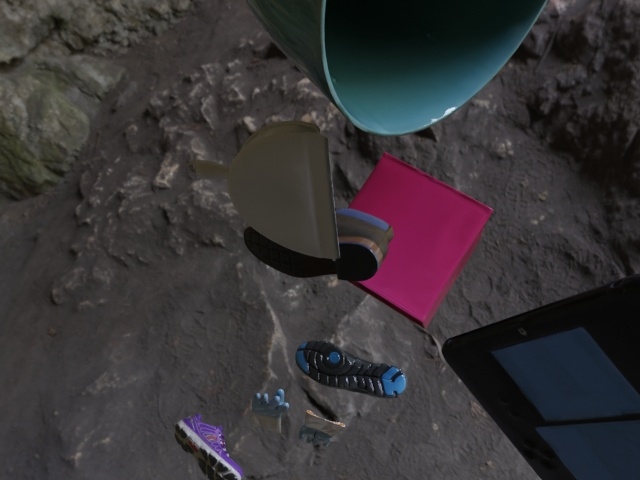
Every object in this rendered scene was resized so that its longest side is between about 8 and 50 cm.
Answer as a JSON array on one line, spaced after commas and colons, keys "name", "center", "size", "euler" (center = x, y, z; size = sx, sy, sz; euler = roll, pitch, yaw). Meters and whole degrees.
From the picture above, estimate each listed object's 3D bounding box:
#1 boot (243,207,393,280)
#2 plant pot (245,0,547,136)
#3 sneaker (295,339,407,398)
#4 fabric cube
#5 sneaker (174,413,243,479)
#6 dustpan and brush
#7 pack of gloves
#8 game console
[{"name": "boot", "center": [0.000, 0.000, 0.749], "size": [0.219, 0.082, 0.106], "euler": [11, 30, 25]}, {"name": "plant pot", "center": [0.048, -0.284, 0.465], "size": [0.293, 0.293, 0.235], "euler": [-42, 59, -2]}, {"name": "sneaker", "center": [0.085, 0.403, 1.521], "size": [0.341, 0.139, 0.125], "euler": [18, 68, 12]}, {"name": "fabric cube", "center": [0.184, 0.012, 1.104], "size": [0.254, 0.259, 0.258], "euler": [31, 85, 17]}, {"name": "sneaker", "center": [-0.195, 0.373, 0.924], "size": [0.170, 0.068, 0.071], "euler": [32, 37, 32]}, {"name": "dustpan and brush", "center": [-0.072, -0.064, 0.553], "size": [0.211, 0.147, 0.060], "euler": [7, 34, 22]}, {"name": "pack of gloves", "center": [-0.055, 0.384, 1.115], "size": [0.195, 0.232, 0.046], "euler": [19, 56, 2]}, {"name": "game console", "center": [0.374, 0.233, 0.670], "size": [0.060, 0.342, 0.386], "euler": [-42, -2, -32]}]
